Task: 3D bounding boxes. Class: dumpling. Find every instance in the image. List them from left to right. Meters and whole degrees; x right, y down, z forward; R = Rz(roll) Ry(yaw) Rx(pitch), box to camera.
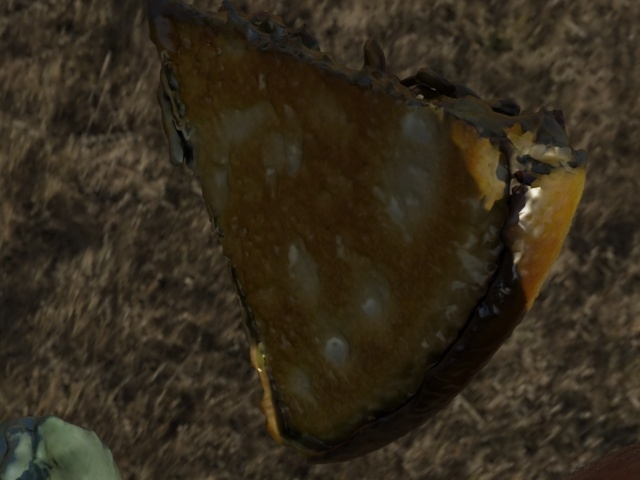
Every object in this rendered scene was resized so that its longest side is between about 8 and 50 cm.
[{"bbox_3d":[-0.183,0.181,0.864,0.105,0.217,0.149,39,70,4],"label":"dumpling"}]

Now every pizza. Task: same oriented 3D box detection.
[{"bbox_3d":[0.000,0.000,0.812,0.287,0.251,0.074,31,29,34],"label":"pizza"}]

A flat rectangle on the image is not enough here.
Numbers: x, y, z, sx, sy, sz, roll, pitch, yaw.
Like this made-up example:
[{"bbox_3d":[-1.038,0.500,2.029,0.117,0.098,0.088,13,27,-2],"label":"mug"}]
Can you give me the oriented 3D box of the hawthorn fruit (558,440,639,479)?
[{"bbox_3d":[0.185,0.239,0.741,0.284,0.284,0.284,10,59,-16],"label":"hawthorn fruit"}]
